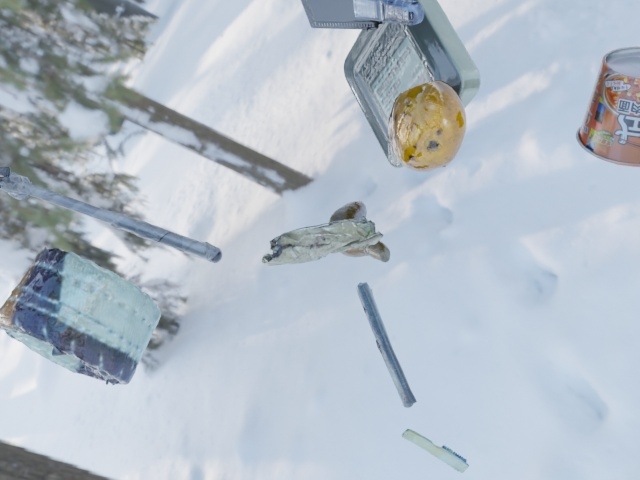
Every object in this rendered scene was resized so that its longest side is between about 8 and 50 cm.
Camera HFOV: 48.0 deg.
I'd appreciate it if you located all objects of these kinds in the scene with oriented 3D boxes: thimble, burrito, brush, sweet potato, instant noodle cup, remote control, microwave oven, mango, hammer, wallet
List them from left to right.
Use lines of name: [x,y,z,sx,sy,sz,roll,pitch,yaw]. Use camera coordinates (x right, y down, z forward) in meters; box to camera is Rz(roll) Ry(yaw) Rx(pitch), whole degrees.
thimble: [-0.369,0.125,1.124,0.237,0.237,0.150,-15,44,59]
hammer: [-0.373,-0.043,1.263,0.152,0.426,0.044,129,160,-83]
burrito: [0.001,0.002,1.305,0.058,0.229,0.063,-175,73,-71]
microwave oven: [0.054,-0.597,1.604,0.247,0.178,0.188,35,-118,-81]
sweet potato: [0.073,-0.022,1.625,0.108,0.079,0.346,-21,24,1]
remote control: [0.111,-0.389,1.212,0.027,0.044,0.152,-34,38,-25]
wallet: [0.194,0.310,2.118,0.191,0.046,0.379,54,-166,-76]
mango: [0.228,-0.247,1.612,0.290,0.159,0.191,-154,52,-79]
brush: [0.267,0.480,1.664,0.033,0.178,0.030,-50,12,37]
instant noodle cup: [0.712,-0.303,1.594,0.250,0.250,0.192,-106,11,-54]

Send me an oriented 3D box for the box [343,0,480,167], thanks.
box: [0.212,-0.424,1.833,0.373,0.090,0.367,64,146,20]
